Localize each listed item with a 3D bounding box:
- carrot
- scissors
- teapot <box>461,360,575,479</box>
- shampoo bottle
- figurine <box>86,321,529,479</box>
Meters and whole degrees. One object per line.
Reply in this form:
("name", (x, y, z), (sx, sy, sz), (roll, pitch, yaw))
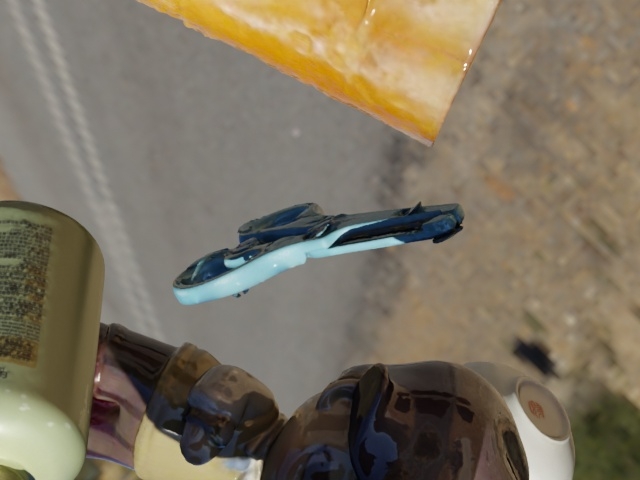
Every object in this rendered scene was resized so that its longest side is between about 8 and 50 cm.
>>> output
("carrot", (0.000, -0.195, 1.326), (0.254, 0.196, 0.196), (22, 165, 3))
("scissors", (0.000, -0.001, 1.923), (0.393, 0.180, 0.032), (-9, 115, 52))
("teapot", (0.170, 0.192, 1.877), (0.116, 0.245, 0.159), (-27, 101, 31))
("shampoo bottle", (-0.137, 0.064, 0.858), (0.079, 0.079, 0.162), (59, -157, -45))
("figurine", (-0.017, 0.169, 1.472), (0.365, 0.218, 0.206), (12, -162, -5))
